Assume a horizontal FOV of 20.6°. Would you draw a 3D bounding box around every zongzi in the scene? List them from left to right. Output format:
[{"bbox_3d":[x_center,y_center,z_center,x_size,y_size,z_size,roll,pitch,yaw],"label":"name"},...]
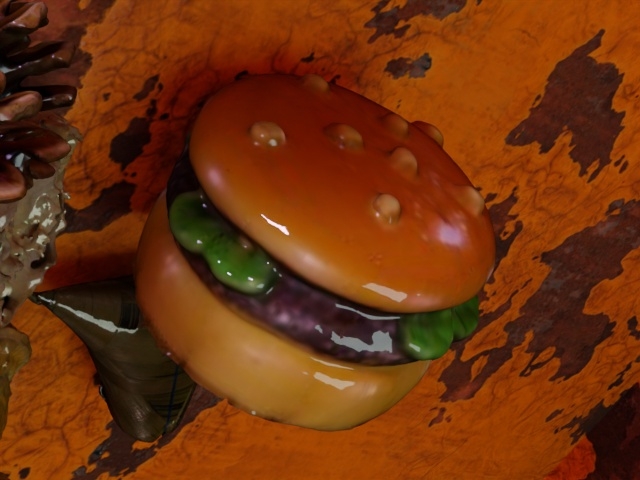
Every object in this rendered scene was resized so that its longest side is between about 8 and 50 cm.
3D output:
[{"bbox_3d":[-0.257,0.144,2.108,0.289,0.123,0.260,-8,136,-43],"label":"zongzi"}]

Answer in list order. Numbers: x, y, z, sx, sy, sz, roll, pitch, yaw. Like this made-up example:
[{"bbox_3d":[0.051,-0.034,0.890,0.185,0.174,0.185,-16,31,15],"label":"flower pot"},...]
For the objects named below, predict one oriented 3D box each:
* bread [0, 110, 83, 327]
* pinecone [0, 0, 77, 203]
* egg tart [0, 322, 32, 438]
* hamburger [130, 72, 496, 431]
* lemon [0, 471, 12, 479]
[{"bbox_3d":[-0.342,-0.022,1.732,0.274,0.149,0.274,-56,170,-15],"label":"bread"},{"bbox_3d":[-0.374,-0.176,1.384,0.384,0.384,0.384,-29,148,-20],"label":"pinecone"},{"bbox_3d":[-0.444,0.195,1.893,0.319,0.128,0.319,-27,164,-8],"label":"egg tart"},{"bbox_3d":[0.000,0.000,1.946,0.396,0.396,0.277,-5,136,-45],"label":"hamburger"},{"bbox_3d":[-0.458,0.375,2.052,0.310,0.258,0.258,-28,150,4],"label":"lemon"}]
